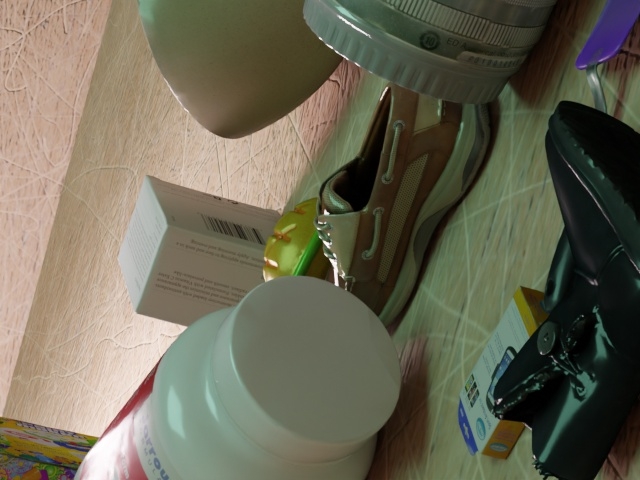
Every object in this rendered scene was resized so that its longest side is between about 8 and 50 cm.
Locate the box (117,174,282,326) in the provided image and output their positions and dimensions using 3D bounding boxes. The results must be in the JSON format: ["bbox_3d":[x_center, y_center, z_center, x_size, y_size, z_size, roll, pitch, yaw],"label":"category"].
[{"bbox_3d":[-0.131,0.024,2.039,0.182,0.181,0.119,-123,52,-65],"label":"box"}]

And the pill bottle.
[{"bbox_3d":[-0.086,0.207,1.708,0.407,0.229,0.229,129,150,-49],"label":"pill bottle"}]

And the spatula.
[{"bbox_3d":[0.220,-0.084,1.384,0.084,0.030,0.296,165,118,-71],"label":"spatula"}]

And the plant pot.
[{"bbox_3d":[-0.059,-0.279,2.017,0.191,0.284,0.284,-16,53,26],"label":"plant pot"}]

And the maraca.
[{"bbox_3d":[0.000,0.000,1.836,0.185,0.099,0.127,-62,0,-34],"label":"maraca"}]

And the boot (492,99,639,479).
[{"bbox_3d":[0.188,0.036,1.286,0.207,0.094,0.246,-59,30,27],"label":"boot"}]

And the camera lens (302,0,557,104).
[{"bbox_3d":[0.125,-0.286,1.516,0.219,0.219,0.274,-110,40,-59],"label":"camera lens"}]

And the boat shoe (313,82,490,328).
[{"bbox_3d":[0.048,-0.028,1.684,0.123,0.116,0.324,-105,36,-55],"label":"boat shoe"}]

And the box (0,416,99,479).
[{"bbox_3d":[-0.295,0.339,2.090,0.279,0.290,0.177,-163,88,-71],"label":"box"}]

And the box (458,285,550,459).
[{"bbox_3d":[0.155,0.115,1.423,0.081,0.028,0.136,-105,33,-55],"label":"box"}]
